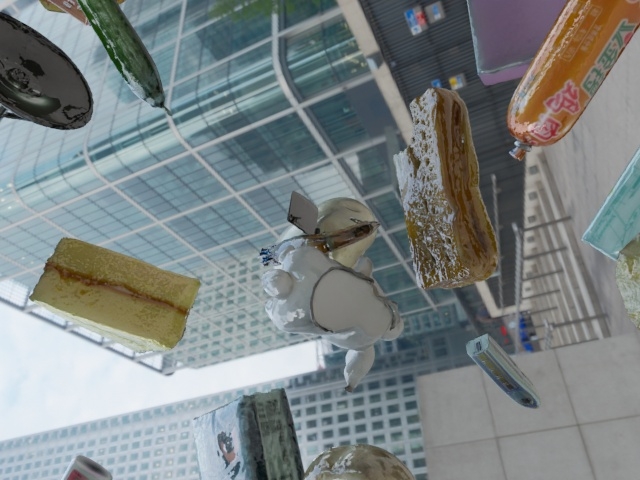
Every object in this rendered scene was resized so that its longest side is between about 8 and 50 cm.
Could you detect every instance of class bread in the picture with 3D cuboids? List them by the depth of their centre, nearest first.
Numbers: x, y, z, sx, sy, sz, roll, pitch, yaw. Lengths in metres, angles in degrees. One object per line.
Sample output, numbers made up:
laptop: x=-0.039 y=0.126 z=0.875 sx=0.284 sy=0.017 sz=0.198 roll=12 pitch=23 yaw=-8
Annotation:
bread: x=0.231 y=-0.097 z=1.026 sx=0.109 sy=0.185 sz=0.381 roll=-4 pitch=-101 yaw=-27
bread: x=-0.403 y=0.106 z=1.057 sx=0.264 sy=0.163 sz=0.168 roll=37 pitch=-126 yaw=-38

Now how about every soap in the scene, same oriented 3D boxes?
soap: x=0.335 y=-0.403 z=0.861 sx=0.081 sy=0.181 sz=0.260 roll=5 pitch=-104 yaw=-61

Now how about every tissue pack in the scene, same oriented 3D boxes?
tissue pack: x=-0.103 y=0.401 z=0.787 sx=0.103 sy=0.228 sz=0.316 roll=-1 pitch=-113 yaw=-33
tissue pack: x=0.700 y=-0.132 z=0.997 sx=0.287 sy=0.388 sz=0.162 roll=-3 pitch=-145 yaw=-46

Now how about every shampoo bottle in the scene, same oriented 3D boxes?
shampoo bottle: x=-0.392 y=0.406 z=0.844 sx=0.072 sy=0.099 sz=0.043 roll=35 pitch=172 yaw=-2

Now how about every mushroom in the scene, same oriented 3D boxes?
mushroom: x=0.041 y=0.313 z=0.593 sx=0.127 sy=0.166 sz=0.166 roll=17 pitch=-123 yaw=-53
mushroom: x=0.024 y=0.021 z=1.479 sx=0.356 sy=0.315 sz=0.315 roll=36 pitch=-139 yaw=-59

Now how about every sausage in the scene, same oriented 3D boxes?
sausage: x=0.325 y=-0.241 z=0.652 sx=0.093 sy=0.312 sz=0.093 roll=23 pitch=-159 yaw=-9

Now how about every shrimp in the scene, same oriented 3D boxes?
shrimp: x=0.000 y=0.000 z=1.109 sx=0.222 sy=0.290 sz=0.054 roll=-23 pitch=-84 yaw=-48

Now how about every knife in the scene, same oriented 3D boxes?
knife: x=-0.017 y=-0.041 z=1.114 sx=0.245 sy=0.019 sz=0.072 roll=39 pitch=-121 yaw=-66

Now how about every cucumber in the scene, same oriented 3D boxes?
cucumber: x=-0.293 y=-0.289 z=0.775 sx=0.056 sy=0.056 sz=0.250 roll=-79 pitch=-31 yaw=-53

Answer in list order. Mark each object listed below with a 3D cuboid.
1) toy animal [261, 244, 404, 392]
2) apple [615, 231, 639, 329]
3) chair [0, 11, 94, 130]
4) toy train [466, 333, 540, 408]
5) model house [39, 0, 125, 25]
toy animal: x=0.037 y=0.134 z=0.962 sx=0.208 sy=0.154 sz=0.325 roll=-45 pitch=-61 yaw=-20
apple: x=0.440 y=0.060 z=0.601 sx=0.147 sy=0.156 sz=0.158 roll=21 pitch=-166 yaw=-15
chair: x=-0.583 y=-0.152 z=0.860 sx=0.226 sy=0.401 sz=0.227 roll=42 pitch=-156 yaw=-25
toy train: x=0.390 y=0.287 z=1.080 sx=0.252 sy=0.055 sz=0.048 roll=45 pitch=-155 yaw=-22
model house: x=-0.457 y=-0.490 z=0.990 sx=0.207 sy=0.219 sz=0.136 roll=8 pitch=-136 yaw=-28
